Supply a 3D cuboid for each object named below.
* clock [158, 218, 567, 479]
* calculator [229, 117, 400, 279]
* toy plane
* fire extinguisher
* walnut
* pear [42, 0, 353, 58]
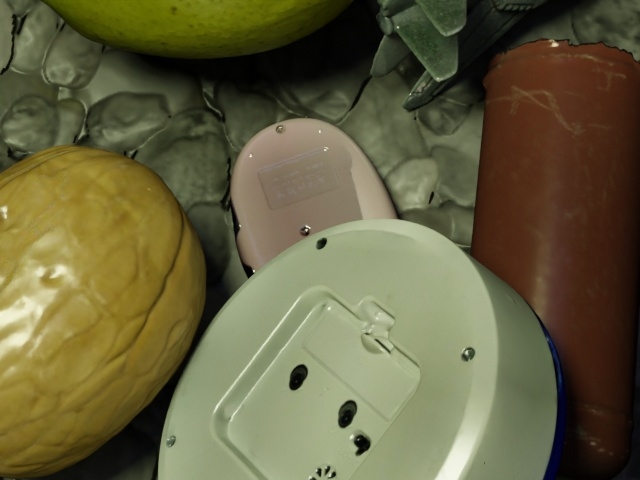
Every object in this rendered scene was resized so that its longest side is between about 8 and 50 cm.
[{"bbox_3d":[0.017,0.102,0.877,0.230,0.083,0.230,-22,49,28],"label":"clock"},{"bbox_3d":[0.000,0.000,1.010,0.103,0.024,0.166,-19,75,-3],"label":"calculator"},{"bbox_3d":[0.146,-0.198,0.992,0.267,0.212,0.088,-32,65,-20],"label":"toy plane"},{"bbox_3d":[0.154,0.059,0.952,0.147,0.106,0.337,12,74,-18],"label":"fire extinguisher"},{"bbox_3d":[-0.156,0.041,0.935,0.165,0.165,0.197,39,71,13],"label":"walnut"},{"bbox_3d":[-0.078,-0.247,0.965,0.294,0.294,0.294,-1,73,3],"label":"pear"}]
